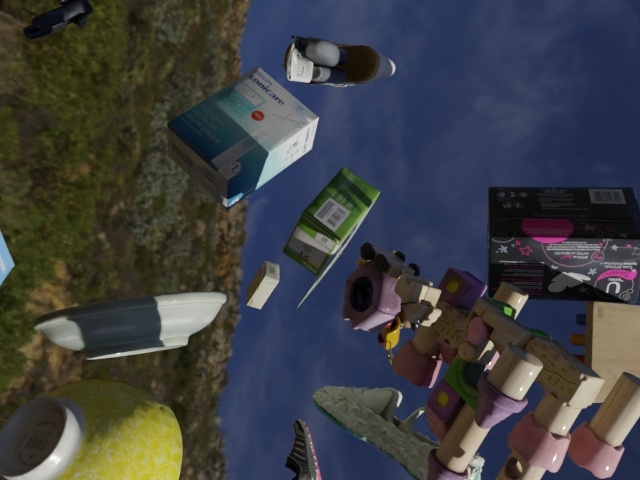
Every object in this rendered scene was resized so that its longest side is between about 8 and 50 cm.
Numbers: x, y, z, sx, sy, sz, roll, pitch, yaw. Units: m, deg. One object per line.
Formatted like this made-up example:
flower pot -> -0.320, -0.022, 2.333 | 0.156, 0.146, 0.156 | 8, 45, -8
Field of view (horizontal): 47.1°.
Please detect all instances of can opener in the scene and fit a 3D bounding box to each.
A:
can opener -> -0.462, -0.392, 1.290 | 0.059, 0.073, 0.186 | -41, -164, 35
can opener -> 0.005, -0.314, 1.311 | 0.093, 0.280, 0.074 | 13, -77, 13

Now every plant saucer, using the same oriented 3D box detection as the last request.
plant saucer -> -0.392, 0.187, 1.551 | 0.400, 0.400, 0.101 | -19, -104, 48

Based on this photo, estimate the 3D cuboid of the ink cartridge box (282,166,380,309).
ink cartridge box -> 0.000, 0.000, 1.532 | 0.189, 0.097, 0.255 | -50, 174, -44

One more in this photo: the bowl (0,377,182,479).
bowl -> -0.355, 0.302, 1.019 | 0.289, 0.156, 0.289 | -15, -134, 16

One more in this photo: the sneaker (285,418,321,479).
sneaker -> -0.050, 0.495, 1.703 | 0.074, 0.063, 0.170 | -15, -128, -3

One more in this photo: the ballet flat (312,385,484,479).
ballet flat -> 0.166, 0.389, 1.524 | 0.409, 0.147, 0.147 | 30, -82, 34

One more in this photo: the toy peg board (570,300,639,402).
toy peg board -> 0.476, 0.186, 1.238 | 0.079, 0.161, 0.161 | -6, -101, 56

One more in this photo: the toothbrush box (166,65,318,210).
toothbrush box -> -0.184, -0.248, 1.755 | 0.216, 0.295, 0.126 | 43, -30, 16

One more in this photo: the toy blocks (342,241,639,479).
toy blocks -> 0.173, 0.200, 0.907 | 0.288, 0.309, 0.260 | 45, -67, 49

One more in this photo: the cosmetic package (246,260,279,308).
cosmetic package -> -0.145, 0.111, 1.832 | 0.115, 0.041, 0.060 | -56, -155, 35

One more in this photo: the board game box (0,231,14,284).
board game box -> -0.383, 0.060, 0.535 | 0.232, 0.141, 0.291 | 113, 0, -61

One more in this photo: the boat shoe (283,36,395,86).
boat shoe -> 0.038, -0.371, 1.564 | 0.277, 0.096, 0.098 | 21, -76, 41

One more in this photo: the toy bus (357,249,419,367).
toy bus -> 0.142, 0.118, 1.407 | 0.191, 0.104, 0.202 | -131, -157, -73

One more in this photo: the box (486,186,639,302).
box -> 0.415, 0.004, 1.275 | 0.163, 0.247, 0.142 | -75, 163, -52
